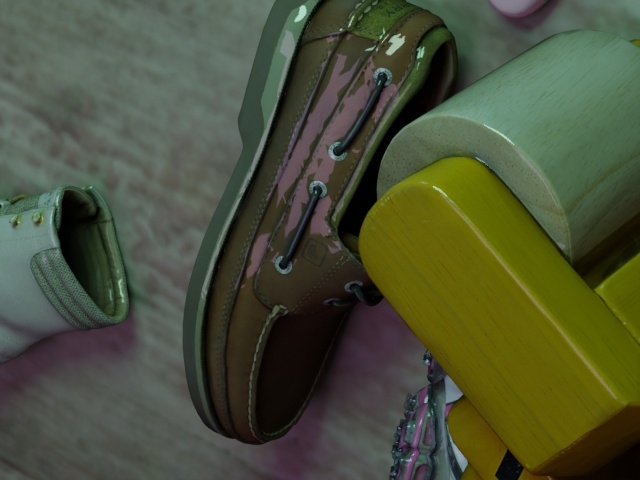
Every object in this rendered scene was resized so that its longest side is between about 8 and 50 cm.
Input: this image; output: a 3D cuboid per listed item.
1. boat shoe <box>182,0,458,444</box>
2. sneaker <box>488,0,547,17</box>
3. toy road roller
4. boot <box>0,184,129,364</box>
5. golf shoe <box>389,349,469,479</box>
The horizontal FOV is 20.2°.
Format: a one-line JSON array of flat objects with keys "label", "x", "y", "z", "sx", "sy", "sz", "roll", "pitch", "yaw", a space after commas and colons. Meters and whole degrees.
[{"label": "boat shoe", "x": 0.000, "y": 0.000, "z": 1.059, "sx": 0.104, "sy": 0.111, "sz": 0.307, "roll": 25, "pitch": 119, "yaw": 25}, {"label": "sneaker", "x": 0.108, "y": -0.175, "z": 0.950, "sx": 0.051, "sy": 0.070, "sz": 0.134, "roll": 32, "pitch": 123, "yaw": 18}, {"label": "toy road roller", "x": 0.145, "y": 0.081, "z": 0.945, "sx": 0.329, "sy": 0.202, "sz": 0.240, "roll": 52, "pitch": 138, "yaw": 6}, {"label": "boot", "x": -0.230, "y": -0.020, "z": 1.226, "sx": 0.165, "sy": 0.077, "sz": 0.213, "roll": -18, "pitch": 102, "yaw": 37}, {"label": "golf shoe", "x": 0.099, "y": 0.079, "z": 1.061, "sx": 0.086, "sy": 0.067, "sz": 0.186, "roll": 13, "pitch": 117, "yaw": 0}]
